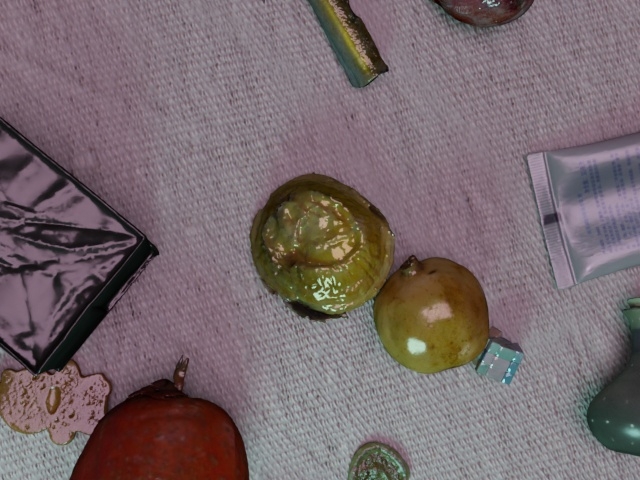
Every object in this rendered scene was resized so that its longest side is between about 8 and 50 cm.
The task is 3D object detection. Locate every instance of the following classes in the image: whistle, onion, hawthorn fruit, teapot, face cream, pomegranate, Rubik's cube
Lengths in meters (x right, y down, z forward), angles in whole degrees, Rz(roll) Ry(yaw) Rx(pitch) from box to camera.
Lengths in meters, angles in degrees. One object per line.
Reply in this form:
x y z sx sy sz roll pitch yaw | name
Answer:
0.008 -0.400 1.486 0.068 0.057 0.327 -30 92 -5 | whistle
0.250 -0.415 1.474 0.194 0.159 0.160 -8 91 30 | onion
-0.229 0.326 1.371 0.275 0.276 0.308 11 70 -5 | hawthorn fruit
0.535 0.223 1.484 0.183 0.183 0.251 12 78 -5 | teapot
0.573 -0.078 1.518 0.420 0.137 0.235 -13 92 3 | face cream
0.170 0.109 1.440 0.196 0.196 0.196 0 90 -5 | pomegranate
0.285 0.186 1.505 0.084 0.073 0.075 37 103 -9 | Rubik's cube

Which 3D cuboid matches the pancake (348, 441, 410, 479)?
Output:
0.097 0.385 1.511 0.108 0.017 0.108 0 93 -2 | pancake

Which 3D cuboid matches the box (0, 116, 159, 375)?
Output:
-0.451 -0.001 1.358 0.345 0.204 0.251 39 82 -4 | box

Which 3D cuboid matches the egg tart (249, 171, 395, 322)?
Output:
0.000 0.000 1.445 0.231 0.098 0.252 -16 74 2 | egg tart

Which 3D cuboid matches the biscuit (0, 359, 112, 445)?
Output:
-0.422 0.260 1.456 0.183 0.027 0.134 -8 85 -6 | biscuit
